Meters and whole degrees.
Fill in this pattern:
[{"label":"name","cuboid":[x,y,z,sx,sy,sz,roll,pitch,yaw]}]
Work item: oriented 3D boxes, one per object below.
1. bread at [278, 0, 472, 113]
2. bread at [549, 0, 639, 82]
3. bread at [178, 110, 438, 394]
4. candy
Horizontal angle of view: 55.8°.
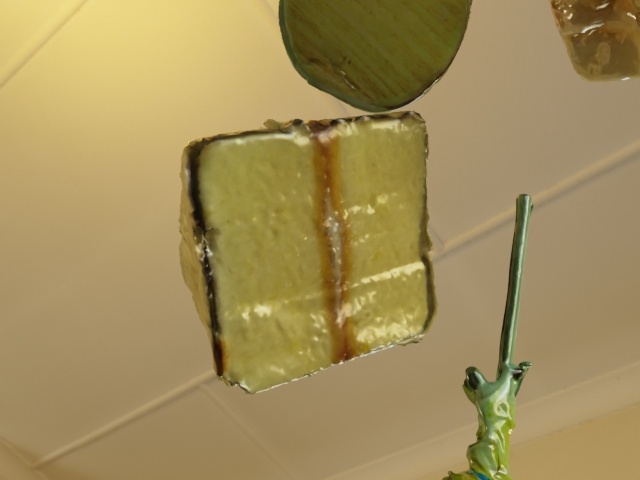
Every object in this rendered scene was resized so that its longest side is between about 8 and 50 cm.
[{"label":"bread","cuboid":[0.072,-0.336,0.861,0.301,0.045,0.301,9,-69,26]},{"label":"bread","cuboid":[0.421,-0.383,0.622,0.371,0.279,0.390,-32,-73,-15]},{"label":"bread","cuboid":[0.000,0.000,0.612,0.263,0.198,0.236,-14,-44,-26]},{"label":"candy","cuboid":[0.107,0.088,0.361,0.077,0.262,0.073,7,-24,19]}]
